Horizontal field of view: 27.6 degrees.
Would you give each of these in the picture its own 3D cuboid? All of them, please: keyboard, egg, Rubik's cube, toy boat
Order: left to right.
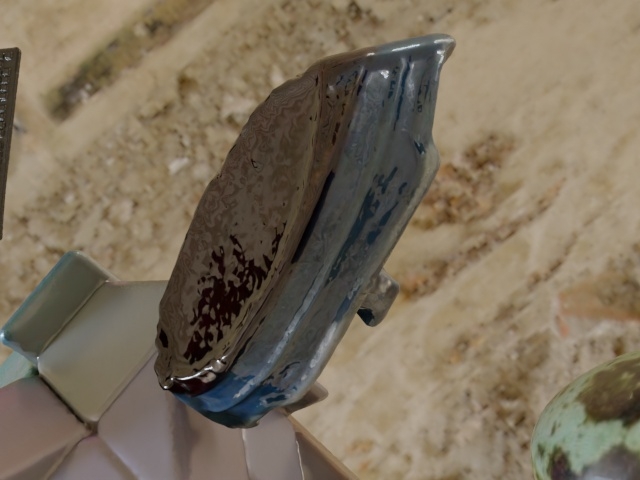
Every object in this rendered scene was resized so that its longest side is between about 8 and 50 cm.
[{"bbox_3d":[-0.260,-0.074,1.012,0.053,0.010,0.155,-2,79,27],"label":"keyboard"},{"bbox_3d":[-0.159,0.217,1.029,0.387,0.358,0.368,-25,48,16],"label":"Rubik's cube"},{"bbox_3d":[0.000,0.000,0.842,0.129,0.142,0.309,48,117,42],"label":"toy boat"},{"bbox_3d":[0.230,0.140,0.776,0.231,0.169,0.169,7,50,44],"label":"egg"}]
